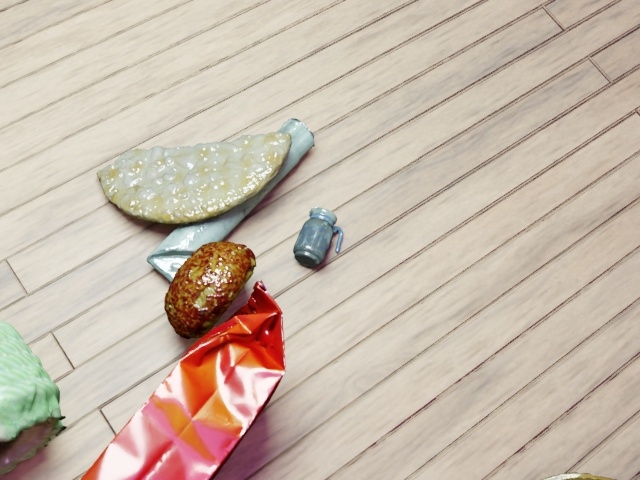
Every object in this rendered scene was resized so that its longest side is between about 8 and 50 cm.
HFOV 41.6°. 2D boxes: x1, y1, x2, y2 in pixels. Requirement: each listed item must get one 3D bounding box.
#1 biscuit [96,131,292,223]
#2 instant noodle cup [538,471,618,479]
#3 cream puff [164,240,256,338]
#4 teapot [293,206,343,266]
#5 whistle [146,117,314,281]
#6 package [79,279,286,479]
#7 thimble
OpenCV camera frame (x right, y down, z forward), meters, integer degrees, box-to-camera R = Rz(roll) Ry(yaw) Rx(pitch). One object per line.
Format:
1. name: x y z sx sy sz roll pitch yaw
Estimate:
1. biscuit: -0.183 -0.081 1.194 0.289 0.038 0.141 -6 53 7
2. instant noodle cup: 0.326 0.393 1.028 0.273 0.091 0.274 -10 48 12
3. cream puff: -0.152 0.059 1.126 0.084 0.149 0.149 40 66 -3
4. teapot: 0.000 -0.002 1.229 0.063 0.049 0.083 22 65 0
5. whistle: -0.125 -0.060 1.227 0.062 0.062 0.312 39 67 8
6. package: -0.178 0.252 1.012 0.123 0.196 0.424 37 65 2
7. thimble: -0.419 0.209 0.983 0.219 0.219 0.150 -35 77 -21
